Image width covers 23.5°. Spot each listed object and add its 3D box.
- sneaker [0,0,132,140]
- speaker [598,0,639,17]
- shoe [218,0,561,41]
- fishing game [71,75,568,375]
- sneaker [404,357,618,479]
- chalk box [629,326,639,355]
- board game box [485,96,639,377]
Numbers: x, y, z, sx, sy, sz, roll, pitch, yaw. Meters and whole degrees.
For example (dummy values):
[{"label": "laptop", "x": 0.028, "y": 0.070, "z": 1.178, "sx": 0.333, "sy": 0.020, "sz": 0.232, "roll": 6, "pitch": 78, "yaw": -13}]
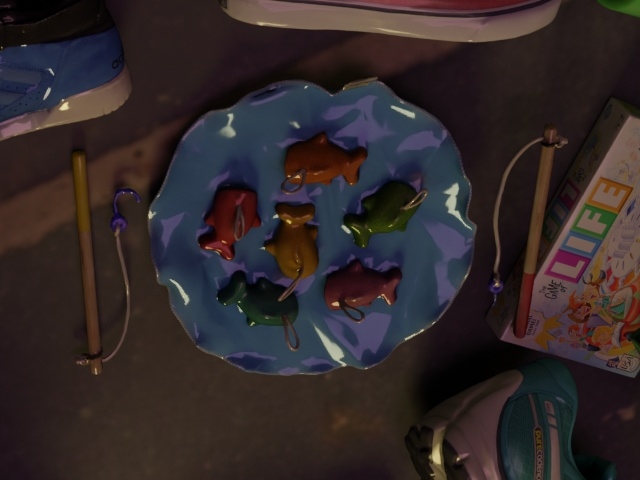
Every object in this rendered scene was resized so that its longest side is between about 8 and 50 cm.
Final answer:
[{"label": "sneaker", "x": -0.168, "y": -0.083, "z": 0.719, "sx": 0.152, "sy": 0.058, "sz": 0.084, "roll": -20, "pitch": 129, "yaw": -11}, {"label": "speaker", "x": 0.282, "y": -0.175, "z": 0.774, "sx": 0.297, "sy": 0.131, "sz": 0.131, "roll": -5, "pitch": 121, "yaw": -16}, {"label": "shoe", "x": 0.040, "y": -0.147, "z": 0.747, "sx": 0.178, "sy": 0.063, "sz": 0.081, "roll": 0, "pitch": 124, "yaw": -13}, {"label": "fishing game", "x": 0.000, "y": 0.000, "z": 0.826, "sx": 0.264, "sy": 0.041, "sz": 0.189, "roll": -1, "pitch": 119, "yaw": -10}, {"label": "sneaker", "x": 0.150, "y": 0.188, "z": 0.964, "sx": 0.110, "sy": 0.107, "sz": 0.275, "roll": -33, "pitch": 128, "yaw": -13}, {"label": "chalk box", "x": 0.284, "y": 0.087, "z": 0.902, "sx": 0.132, "sy": 0.132, "sz": 0.213, "roll": -37, "pitch": 133, "yaw": 0}, {"label": "board game box", "x": 0.178, "y": 0.002, "z": 0.903, "sx": 0.103, "sy": 0.026, "sz": 0.154, "roll": 16, "pitch": 113, "yaw": -25}]
